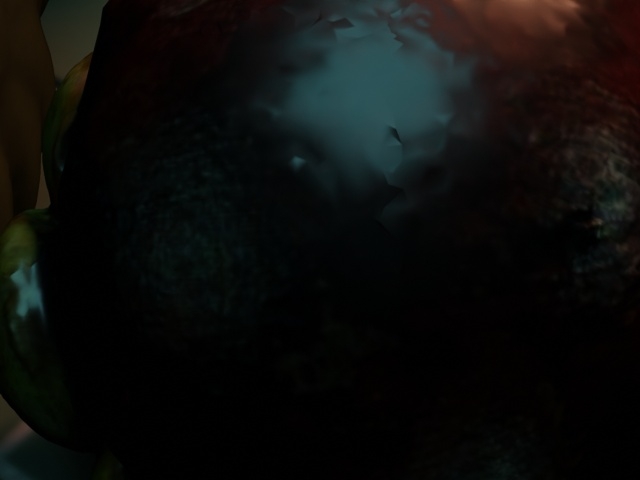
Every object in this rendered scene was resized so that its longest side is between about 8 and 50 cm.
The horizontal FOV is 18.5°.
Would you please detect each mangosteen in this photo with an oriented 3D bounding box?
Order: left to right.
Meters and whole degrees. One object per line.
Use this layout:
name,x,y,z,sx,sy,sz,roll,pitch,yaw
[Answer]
mangosteen,0.019,0.002,0.749,0.311,0.311,0.311,-5,48,5

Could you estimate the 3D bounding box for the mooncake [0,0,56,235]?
mooncake,-0.224,-0.108,0.852,0.187,0.351,0.351,-3,48,3
